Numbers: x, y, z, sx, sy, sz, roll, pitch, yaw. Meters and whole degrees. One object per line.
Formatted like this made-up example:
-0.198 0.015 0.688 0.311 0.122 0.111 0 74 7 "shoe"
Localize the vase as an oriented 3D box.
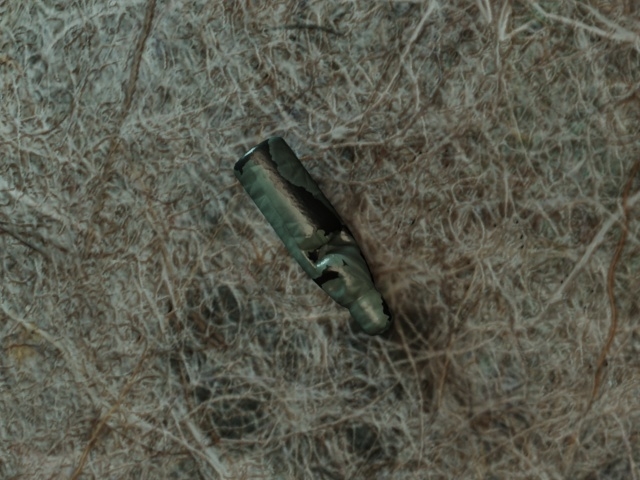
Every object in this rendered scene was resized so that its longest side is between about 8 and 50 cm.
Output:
0.000 0.000 1.828 0.060 0.060 0.211 -39 79 10 "vase"
